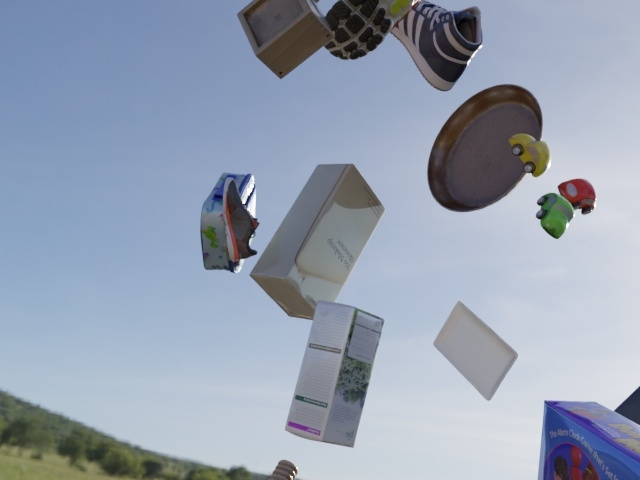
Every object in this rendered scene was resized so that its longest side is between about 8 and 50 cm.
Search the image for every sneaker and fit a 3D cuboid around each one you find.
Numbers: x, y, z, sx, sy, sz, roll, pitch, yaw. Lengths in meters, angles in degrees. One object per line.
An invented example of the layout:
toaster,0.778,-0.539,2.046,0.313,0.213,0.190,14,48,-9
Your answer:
sneaker,0.219,-0.457,1.567,0.099,0.282,0.153,-26,-14,-36
sneaker,-0.147,-0.041,1.441,0.065,0.158,0.061,-7,3,-4
sneaker,0.120,-0.416,1.351,0.279,0.118,0.107,-33,-86,34

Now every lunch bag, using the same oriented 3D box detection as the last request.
lunch bag,-0.200,-0.045,1.698,0.090,0.219,0.176,5,-62,6

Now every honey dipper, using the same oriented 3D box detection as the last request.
honey dipper,-0.075,0.345,0.970,0.030,0.160,0.030,14,-52,19

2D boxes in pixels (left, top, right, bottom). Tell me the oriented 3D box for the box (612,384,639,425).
box,0.652,0.356,1.389,0.294,0.296,0.183,29,16,-52

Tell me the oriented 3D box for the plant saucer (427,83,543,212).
plant saucer,0.368,-0.197,1.708,0.050,0.310,0.310,28,-25,-35

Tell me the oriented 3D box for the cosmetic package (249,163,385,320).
cosmetic package,0.000,0.000,1.645,0.113,0.309,0.160,3,-36,43

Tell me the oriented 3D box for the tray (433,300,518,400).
tray,0.400,0.281,1.986,0.030,0.145,0.270,21,15,-32

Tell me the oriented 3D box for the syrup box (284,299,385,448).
syrup box,0.026,0.234,1.355,0.096,0.237,0.093,6,-14,43

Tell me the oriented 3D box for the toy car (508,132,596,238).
toy car,0.456,-0.091,1.479,0.239,0.225,0.053,37,-50,-16

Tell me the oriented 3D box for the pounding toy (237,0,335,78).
pounding toy,-0.045,-0.349,1.228,0.130,0.141,0.100,-35,-37,16

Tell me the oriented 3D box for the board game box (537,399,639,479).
board game box,0.348,0.338,0.855,0.078,0.233,0.347,3,4,-9
